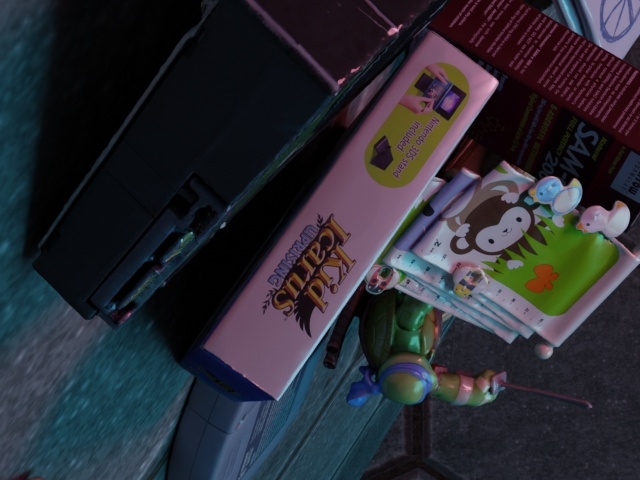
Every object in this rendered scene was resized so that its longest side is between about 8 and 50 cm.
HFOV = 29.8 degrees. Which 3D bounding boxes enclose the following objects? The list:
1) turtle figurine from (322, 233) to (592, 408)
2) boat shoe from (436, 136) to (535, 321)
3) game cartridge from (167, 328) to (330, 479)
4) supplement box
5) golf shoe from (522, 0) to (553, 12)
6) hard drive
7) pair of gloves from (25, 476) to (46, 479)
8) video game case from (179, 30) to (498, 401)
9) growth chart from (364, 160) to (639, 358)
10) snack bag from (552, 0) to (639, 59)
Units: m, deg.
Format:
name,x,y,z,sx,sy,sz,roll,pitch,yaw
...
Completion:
name,x,y,z,sx,sy,sz,roll,pitch,yaw
turtle figurine,0.144,0.056,1.197,0.275,0.198,0.266,-33,-150,17
boat shoe,0.178,-0.044,1.520,0.342,0.123,0.123,-52,153,-24
game cartridge,-0.067,0.153,1.151,0.198,0.062,0.297,-44,162,-36
supplement box,0.189,-0.118,1.024,0.073,0.239,0.130,-53,167,-20
golf shoe,0.233,-0.284,1.213,0.176,0.069,0.086,-55,174,-9
hard drive,0.016,-0.114,0.605,0.339,0.064,0.237,-49,-176,-40
pair of gloves,-0.247,0.247,0.680,0.240,0.042,0.204,-56,169,-2
video game case,0.000,0.000,0.845,0.244,0.061,0.269,-54,-177,-12
growth chart,0.148,0.010,1.001,0.172,0.237,0.021,-60,-160,27
snack bag,0.286,-0.353,1.059,0.323,0.037,0.342,-54,143,-12
